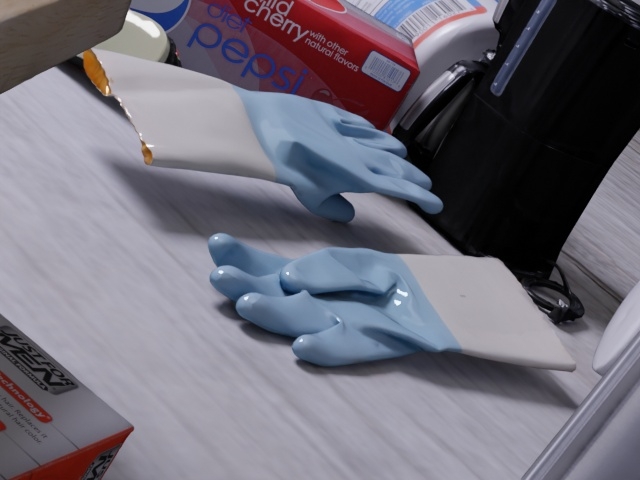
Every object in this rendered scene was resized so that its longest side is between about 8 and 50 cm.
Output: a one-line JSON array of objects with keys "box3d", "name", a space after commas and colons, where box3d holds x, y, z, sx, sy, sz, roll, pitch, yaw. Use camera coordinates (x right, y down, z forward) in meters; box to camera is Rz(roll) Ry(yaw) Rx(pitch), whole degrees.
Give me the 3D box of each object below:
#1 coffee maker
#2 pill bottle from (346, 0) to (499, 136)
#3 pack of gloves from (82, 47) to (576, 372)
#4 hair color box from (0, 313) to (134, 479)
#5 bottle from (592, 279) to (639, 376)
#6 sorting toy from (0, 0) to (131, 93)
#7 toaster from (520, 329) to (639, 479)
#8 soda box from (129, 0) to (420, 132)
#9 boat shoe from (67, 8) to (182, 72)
[{"box3d": [0.150, -0.071, 0.899, 0.171, 0.178, 0.120, 39, 20, 21], "name": "coffee maker"}, {"box3d": [0.066, -0.152, 1.059, 0.124, 0.124, 0.221, 19, 22, -34], "name": "pill bottle"}, {"box3d": [0.000, 0.000, 0.725, 0.232, 0.046, 0.195, 8, 42, -46], "name": "pack of gloves"}, {"box3d": [-0.117, 0.057, 0.358, 0.072, 0.043, 0.141, 38, 20, 16], "name": "hair color box"}, {"box3d": [0.277, 0.114, 0.736, 0.283, 0.092, 0.118, 33, 52, 1], "name": "bottle"}, {"box3d": [-0.208, -0.059, 0.371, 0.256, 0.089, 0.257, 19, 18, 3], "name": "sorting toy"}, {"box3d": [0.183, 0.108, 0.603, 0.186, 0.110, 0.168, 39, 19, 21], "name": "toaster"}, {"box3d": [-0.070, -0.147, 0.891, 0.263, 0.083, 0.092, 29, 19, -11], "name": "soda box"}, {"box3d": [-0.134, -0.119, 0.788, 0.133, 0.049, 0.042, 31, -11, 19], "name": "boat shoe"}]
